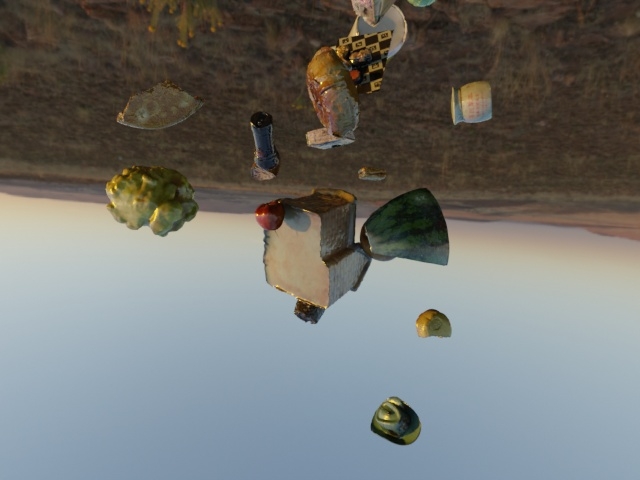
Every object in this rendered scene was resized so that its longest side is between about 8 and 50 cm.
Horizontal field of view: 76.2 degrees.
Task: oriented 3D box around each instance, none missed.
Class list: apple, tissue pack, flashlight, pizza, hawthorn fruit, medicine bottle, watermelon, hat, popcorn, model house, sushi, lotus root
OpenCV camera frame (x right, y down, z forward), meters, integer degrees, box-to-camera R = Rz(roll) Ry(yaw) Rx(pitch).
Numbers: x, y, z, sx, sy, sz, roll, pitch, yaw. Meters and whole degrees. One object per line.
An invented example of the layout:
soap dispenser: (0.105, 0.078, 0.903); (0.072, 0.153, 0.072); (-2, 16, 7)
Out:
apple: (0.274, -0.014, 1.742); (0.188, 0.211, 0.211); (22, 173, -37)
tissue pack: (0.050, -0.451, 1.785); (0.173, 0.073, 0.235); (-9, -173, 15)
flashlight: (-0.180, -0.314, 1.306); (0.093, 0.093, 0.232); (4, 161, -1)
pizza: (-0.500, -0.418, 1.276); (0.271, 0.134, 0.056); (-26, -140, -6)
hawthorn fruit: (-0.207, -0.094, 1.645); (0.125, 0.140, 0.125); (16, -158, -7)
medicine bottle: (0.568, -0.520, 1.545); (0.143, 0.147, 0.147); (-4, -178, 19)
tissue pack: (0.183, -0.776, 1.136); (0.123, 0.256, 0.215); (35, -178, 11)
watermelon: (0.294, 0.008, 1.455); (0.283, 0.250, 0.292); (-14, 145, -11)
medicine bottle: (0.220, -0.848, 1.763); (0.214, 0.213, 0.378); (4, -171, -6)
hat: (0.228, 0.568, 1.309); (0.191, 0.138, 0.078); (5, 139, 55)
popcorn: (-0.502, -0.129, 1.270); (0.242, 0.235, 0.250); (44, -157, -7)
model house: (0.000, 0.000, 1.853); (0.395, 0.445, 0.400); (17, -151, 38)
sushi: (0.107, -0.560, 1.256); (0.193, 0.279, 0.043); (3, 153, 24)
lotus root: (-0.264, -0.352, 1.923); (0.159, 0.135, 0.095); (-11, 140, 35)

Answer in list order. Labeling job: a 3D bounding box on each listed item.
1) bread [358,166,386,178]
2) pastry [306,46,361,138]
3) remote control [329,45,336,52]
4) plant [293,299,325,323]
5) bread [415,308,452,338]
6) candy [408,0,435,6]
bread: (0.251, -0.323, 1.983); (0.132, 0.053, 0.074); (1, 176, -19)
pastry: (0.031, -0.382, 1.073); (0.100, 0.229, 0.218); (-28, -164, -5)
remote control: (0.094, -0.716, 1.528); (0.162, 0.029, 0.061); (6, 173, 33)
plant: (-0.019, 0.276, 2.035); (0.149, 0.274, 0.146); (19, 150, 21)
bread: (0.489, 0.360, 1.755); (0.156, 0.125, 0.086); (9, 177, -19)
candy: (0.223, -0.917, 1.463); (0.440, 0.119, 0.119); (-1, -175, -11)
